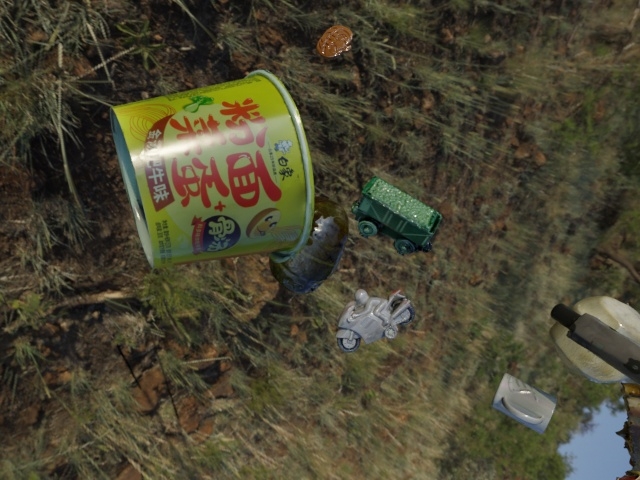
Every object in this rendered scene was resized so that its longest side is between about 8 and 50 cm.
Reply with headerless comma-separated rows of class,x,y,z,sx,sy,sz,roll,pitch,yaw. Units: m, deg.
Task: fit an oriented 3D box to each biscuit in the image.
biscuit,0.036,-0.459,0.932,0.091,0.078,0.015,-57,165,-8

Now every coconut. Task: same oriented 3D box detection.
coconut,0.843,0.310,1.222,0.244,0.245,0.248,-18,143,-45

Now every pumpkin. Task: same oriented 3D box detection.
pumpkin,0.000,0.000,1.239,0.232,0.241,0.325,-37,-150,44

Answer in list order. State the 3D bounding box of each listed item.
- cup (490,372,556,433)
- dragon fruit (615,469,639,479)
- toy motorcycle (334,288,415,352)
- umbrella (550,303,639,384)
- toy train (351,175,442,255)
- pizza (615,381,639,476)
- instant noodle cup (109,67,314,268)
cup,0.516,0.408,1.018,0.099,0.133,0.136,-57,149,-14
dragon fruit,0.595,0.473,0.725,0.086,0.116,0.081,-59,143,-19
toy motorcycle,0.152,0.229,1.236,0.260,0.171,0.110,-26,179,0
umbrella,0.634,0.242,0.816,0.073,0.337,0.067,-34,137,-18
toy train,0.217,-0.057,1.175,0.115,0.269,0.155,-51,169,-38
pizza,0.886,0.563,0.992,0.130,0.439,0.407,-33,147,-52
instant noodle cup,-0.175,-0.093,0.621,0.221,0.311,0.312,-16,133,-26
